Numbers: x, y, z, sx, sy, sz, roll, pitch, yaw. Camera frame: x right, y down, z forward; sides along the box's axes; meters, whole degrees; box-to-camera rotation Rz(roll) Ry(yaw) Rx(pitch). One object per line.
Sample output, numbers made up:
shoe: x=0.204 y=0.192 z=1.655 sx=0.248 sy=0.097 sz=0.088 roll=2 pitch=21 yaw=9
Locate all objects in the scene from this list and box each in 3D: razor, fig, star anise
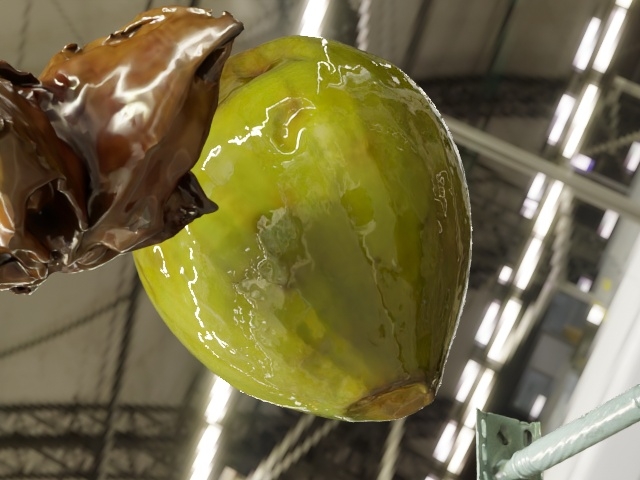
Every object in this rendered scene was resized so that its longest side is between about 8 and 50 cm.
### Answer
razor: x=0.202 y=0.149 z=1.211 sx=0.232 sy=0.068 sz=0.106 roll=-44 pitch=38 yaw=51
fig: x=0.000 y=0.000 z=1.061 sx=0.239 sy=0.271 sz=0.239 roll=-29 pitch=-25 yaw=-15
star anise: x=-0.201 y=-0.040 z=0.861 sx=0.237 sy=0.346 sz=0.148 roll=39 pitch=-135 yaw=-71
